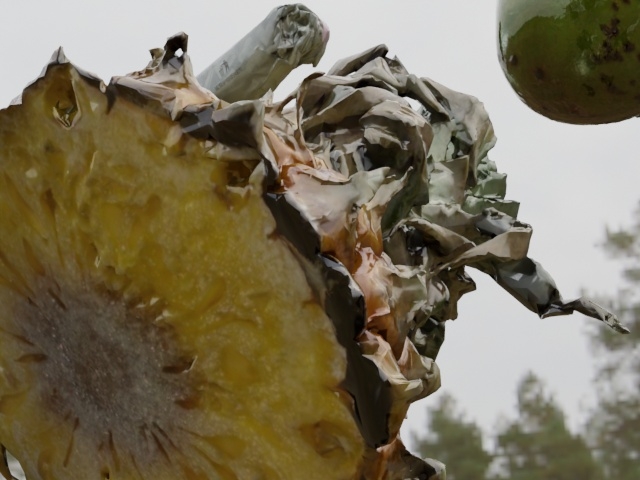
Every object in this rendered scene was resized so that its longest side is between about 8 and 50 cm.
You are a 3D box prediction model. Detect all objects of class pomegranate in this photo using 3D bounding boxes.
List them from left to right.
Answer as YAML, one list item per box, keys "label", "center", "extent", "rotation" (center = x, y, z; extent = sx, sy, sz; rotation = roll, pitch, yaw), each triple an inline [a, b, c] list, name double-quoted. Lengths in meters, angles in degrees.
- label: "pomegranate"
  center: [0.187, -0.172, 1.081]
  extent: [0.159, 0.159, 0.205]
  rotation: [-15, -55, 28]

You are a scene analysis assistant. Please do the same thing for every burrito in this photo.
- label: "burrito"
  center: [-0.074, -0.124, 1.283]
  extent: [0.203, 0.064, 0.064]
  rotation: [-39, -37, 22]

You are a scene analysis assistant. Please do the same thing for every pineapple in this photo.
- label: "pineapple"
  center: [0.000, 0.000, 0.702]
  extent: [0.262, 0.262, 0.271]
  rotation: [-23, 4, 42]
